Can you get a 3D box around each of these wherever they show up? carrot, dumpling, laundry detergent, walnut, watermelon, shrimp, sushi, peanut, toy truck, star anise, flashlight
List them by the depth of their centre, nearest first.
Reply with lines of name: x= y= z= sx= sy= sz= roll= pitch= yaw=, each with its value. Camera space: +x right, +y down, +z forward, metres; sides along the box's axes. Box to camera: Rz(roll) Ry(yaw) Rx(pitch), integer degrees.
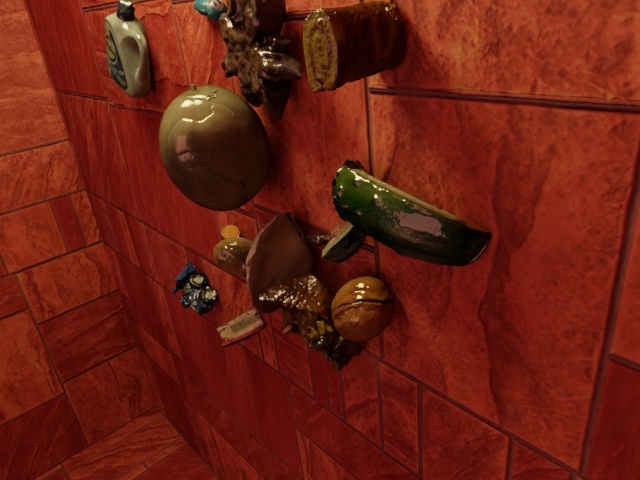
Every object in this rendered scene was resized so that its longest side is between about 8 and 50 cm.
star anise: x=-0.131 y=-0.423 z=1.078 sx=0.315 sy=0.108 sz=0.315 roll=36 pitch=135 yaw=45
walnut: x=0.096 y=0.157 z=1.129 sx=0.144 sy=0.144 sz=0.180 roll=57 pitch=152 yaw=10
watermelon: x=0.051 y=-0.003 z=1.134 sx=0.155 sy=0.101 sz=0.080 roll=-33 pitch=77 yaw=40
flashlight: x=-0.279 y=-0.579 z=1.224 sx=0.129 sy=0.051 sz=0.051 roll=32 pitch=134 yaw=42
sushi: x=-0.009 y=0.210 z=1.228 sx=0.166 sy=0.179 sz=0.296 roll=-2 pitch=135 yaw=36
shrimp: x=0.002 y=0.003 z=1.243 sx=0.092 sy=0.029 sz=0.038 roll=3 pitch=114 yaw=47
dumpling: x=-0.127 y=0.059 z=1.297 sx=0.163 sy=0.204 sz=0.293 roll=45 pitch=153 yaw=46
peanut: x=-0.258 y=0.050 z=1.524 sx=0.159 sy=0.109 sz=0.141 roll=22 pitch=127 yaw=7
laundry detergent: x=-0.616 y=-0.629 z=1.579 sx=0.215 sy=0.105 sz=0.280 roll=50 pitch=141 yaw=19
carrot: x=-0.308 y=0.034 z=1.647 sx=0.061 sy=0.061 sz=0.210 roll=48 pitch=147 yaw=21
toy truck: x=-0.509 y=0.195 z=1.939 sx=0.208 sy=0.126 sz=0.113 roll=52 pitch=144 yaw=17

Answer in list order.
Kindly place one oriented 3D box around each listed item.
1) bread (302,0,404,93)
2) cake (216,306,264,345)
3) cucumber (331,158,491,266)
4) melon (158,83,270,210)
bread: x=0.059 y=-0.332 z=0.833 sx=0.103 sy=0.172 sz=0.132 roll=20 pitch=127 yaw=45
cake: x=-0.298 y=0.319 z=1.753 sx=0.220 sy=0.116 sz=0.086 roll=-41 pitch=72 yaw=55
cucumber: x=0.156 y=-0.036 z=0.947 sx=0.325 sy=0.105 sz=0.145 roll=31 pitch=117 yaw=33
melon: x=-0.264 y=-0.235 z=1.226 sx=0.268 sy=0.268 sz=0.330 roll=32 pitch=153 yaw=37
